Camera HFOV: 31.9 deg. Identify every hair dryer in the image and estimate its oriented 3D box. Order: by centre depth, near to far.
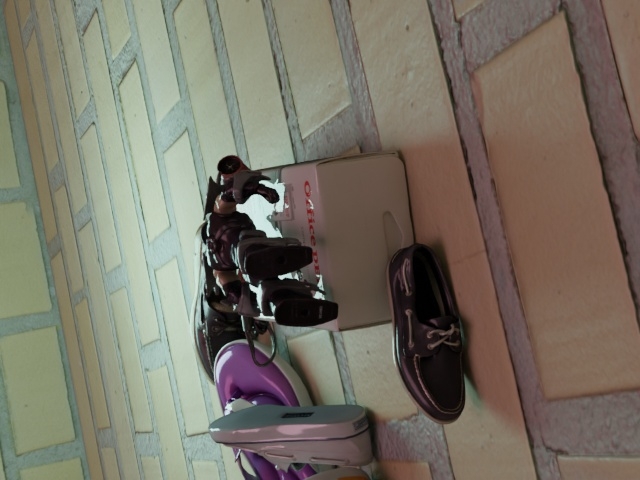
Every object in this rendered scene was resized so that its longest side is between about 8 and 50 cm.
[{"bbox_3d":[-0.091,0.014,1.617,0.223,0.080,0.293,-98,-7,-75],"label":"hair dryer"}]

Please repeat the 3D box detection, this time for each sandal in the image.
[{"bbox_3d":[-0.072,0.317,1.663,0.169,0.102,0.416,-48,55,28],"label":"sandal"}]

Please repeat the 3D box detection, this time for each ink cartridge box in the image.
[{"bbox_3d":[0.000,0.000,1.427,0.283,0.117,0.207,178,83,-66],"label":"ink cartridge box"}]

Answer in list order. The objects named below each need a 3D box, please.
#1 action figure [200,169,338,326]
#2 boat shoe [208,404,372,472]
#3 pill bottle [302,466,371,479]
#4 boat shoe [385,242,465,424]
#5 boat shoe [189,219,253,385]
[{"bbox_3d":[-0.081,0.018,1.358,0.285,0.099,0.185,-144,42,-62],"label":"action figure"},{"bbox_3d":[-0.045,0.281,1.558,0.258,0.095,0.084,-6,103,37],"label":"boat shoe"},{"bbox_3d":[0.046,0.445,1.443,0.152,0.152,0.272,109,145,-46],"label":"pill bottle"},{"bbox_3d":[0.121,0.101,1.251,0.065,0.075,0.206,128,133,-62],"label":"boat shoe"},{"bbox_3d":[-0.155,0.108,1.832,0.092,0.103,0.285,-169,78,-70],"label":"boat shoe"}]
